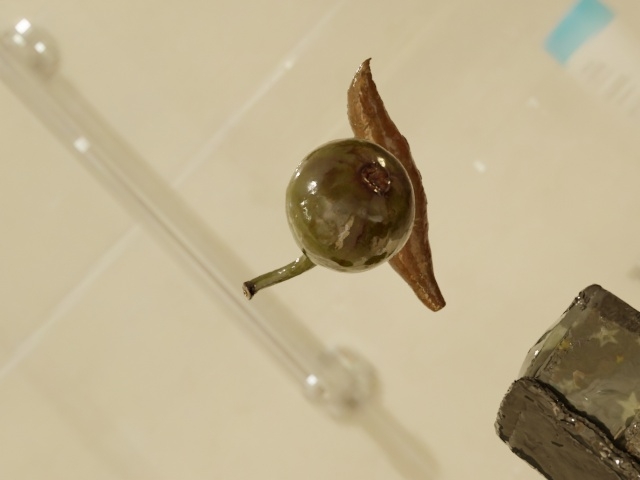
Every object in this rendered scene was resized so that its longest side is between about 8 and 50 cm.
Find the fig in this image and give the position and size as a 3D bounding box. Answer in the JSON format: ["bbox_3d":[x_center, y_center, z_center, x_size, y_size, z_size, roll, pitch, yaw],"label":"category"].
[{"bbox_3d":[0.000,0.000,1.588,0.124,0.124,0.236,-33,-10,-43],"label":"fig"}]

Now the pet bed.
[{"bbox_3d":[0.250,0.166,1.369,0.159,0.211,0.183,-50,-22,-5],"label":"pet bed"}]

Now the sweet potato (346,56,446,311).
[{"bbox_3d":[0.085,-0.063,1.910,0.072,0.066,0.314,-44,-53,-47],"label":"sweet potato"}]
